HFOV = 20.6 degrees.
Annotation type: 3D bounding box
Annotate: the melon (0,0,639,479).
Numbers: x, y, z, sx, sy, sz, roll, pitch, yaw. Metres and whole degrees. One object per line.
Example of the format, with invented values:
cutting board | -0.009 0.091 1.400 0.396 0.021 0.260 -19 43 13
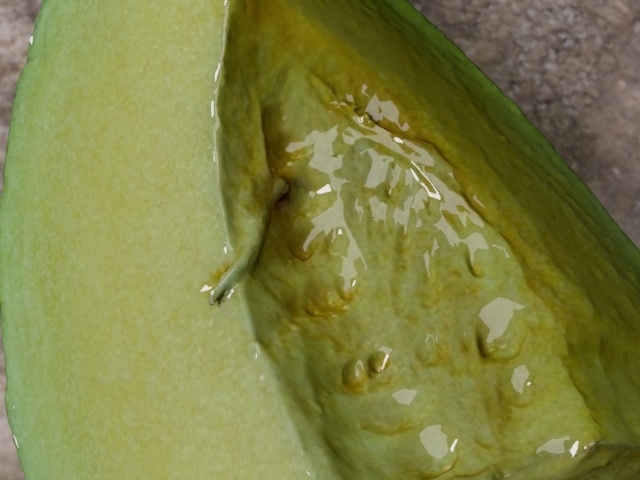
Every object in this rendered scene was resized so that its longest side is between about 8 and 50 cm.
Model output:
melon | 0.000 0.000 0.823 0.331 0.226 0.343 -20 62 -3
